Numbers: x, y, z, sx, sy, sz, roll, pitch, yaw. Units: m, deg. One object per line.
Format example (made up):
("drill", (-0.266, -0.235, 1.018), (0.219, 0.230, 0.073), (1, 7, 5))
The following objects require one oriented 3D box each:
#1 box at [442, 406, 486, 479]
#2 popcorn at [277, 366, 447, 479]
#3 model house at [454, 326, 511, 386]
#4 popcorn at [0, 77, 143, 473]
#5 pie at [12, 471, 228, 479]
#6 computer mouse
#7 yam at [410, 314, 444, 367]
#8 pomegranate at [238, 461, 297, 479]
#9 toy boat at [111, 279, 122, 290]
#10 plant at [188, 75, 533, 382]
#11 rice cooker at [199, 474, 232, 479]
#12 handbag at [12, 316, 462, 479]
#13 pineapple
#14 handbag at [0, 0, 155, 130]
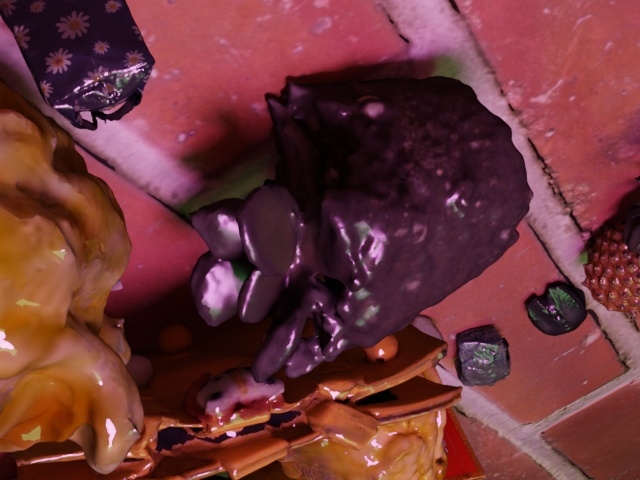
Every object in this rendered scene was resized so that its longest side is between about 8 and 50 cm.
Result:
("box", (0.096, 0.297, 1.510), (0.239, 0.153, 0.074), (-3, 139, -34))
("popcorn", (0.041, 0.226, 1.307), (0.190, 0.250, 0.250), (-45, 173, -49))
("model house", (0.222, 0.149, 1.479), (0.078, 0.066, 0.083), (-12, 131, -3))
("popcorn", (-0.267, 0.019, 0.707), (0.335, 0.274, 0.279), (-13, 119, -34))
("pie", (-0.270, 0.335, 1.367), (0.339, 0.077, 0.339), (-18, 149, -11))
("computer mouse", (0.326, 0.098, 1.478), (0.079, 0.047, 0.135), (-35, 147, 14))
("yam", (0.112, 0.154, 1.384), (0.069, 0.070, 0.146), (-9, 147, -27))
("pomegranate", (-0.056, 0.431, 1.532), (0.260, 0.260, 0.260), (-19, 150, -12))
("toy boat", (-0.262, 0.018, 0.896), (0.210, 0.066, 0.084), (-8, 113, -13))
("plant", (0.022, -0.023, 0.906), (0.276, 0.188, 0.199), (-25, 146, -22))
("rice cooker", (-0.191, 0.397, 1.158), (0.335, 0.335, 0.325), (-34, 149, 15))
("handbag", (-0.095, 0.145, 1.025), (0.401, 0.133, 0.283), (-12, -168, -18))
("pineapple", (0.393, -0.025, 1.277), (0.130, 0.119, 0.277), (22, 142, 6))
("handbag", (-0.160, -0.117, 0.720), (0.072, 0.115, 0.139), (-26, 166, -14))
